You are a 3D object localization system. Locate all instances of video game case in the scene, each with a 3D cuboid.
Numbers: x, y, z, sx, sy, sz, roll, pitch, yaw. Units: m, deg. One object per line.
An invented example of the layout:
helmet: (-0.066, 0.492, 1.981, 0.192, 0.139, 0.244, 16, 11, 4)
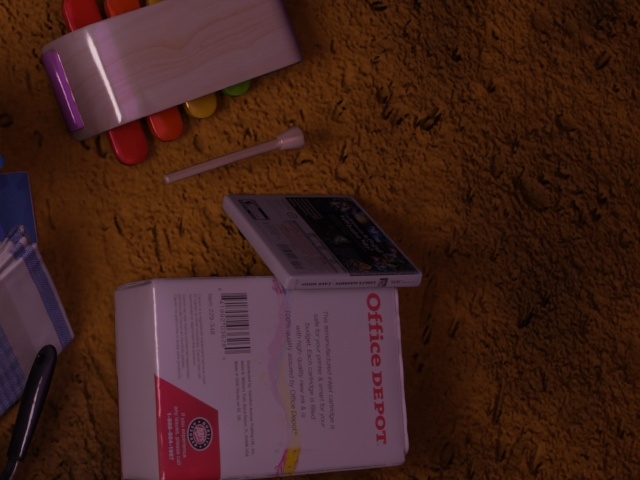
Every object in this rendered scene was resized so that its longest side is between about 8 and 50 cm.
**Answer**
video game case: (0.000, 0.000, 1.882, 0.173, 0.190, 0.022, -1, 120, -28)

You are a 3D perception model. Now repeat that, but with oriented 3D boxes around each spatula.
spatula: (-0.335, 0.248, 1.713, 0.030, 0.084, 0.296, 34, 71, -42)

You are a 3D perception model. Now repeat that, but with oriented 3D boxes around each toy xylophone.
toy xylophone: (-0.148, -0.188, 1.870, 0.322, 0.081, 0.236, -14, 91, -29)

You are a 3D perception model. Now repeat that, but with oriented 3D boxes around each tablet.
tablet: (-0.340, -0.033, 1.792, 0.054, 0.006, 0.083, -7, 87, -28)

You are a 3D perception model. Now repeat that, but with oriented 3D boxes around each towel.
towel: (-0.373, 0.136, 1.676, 0.034, 0.209, 0.285, 30, 64, 26)

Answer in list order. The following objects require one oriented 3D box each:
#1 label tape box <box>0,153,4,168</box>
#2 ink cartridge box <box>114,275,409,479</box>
label tape box: (-0.492, -0.056, 1.563, 0.241, 0.333, 0.106, -49, 130, -24)
ink cartridge box: (-0.068, 0.154, 1.847, 0.306, 0.131, 0.226, 1, 83, -30)
